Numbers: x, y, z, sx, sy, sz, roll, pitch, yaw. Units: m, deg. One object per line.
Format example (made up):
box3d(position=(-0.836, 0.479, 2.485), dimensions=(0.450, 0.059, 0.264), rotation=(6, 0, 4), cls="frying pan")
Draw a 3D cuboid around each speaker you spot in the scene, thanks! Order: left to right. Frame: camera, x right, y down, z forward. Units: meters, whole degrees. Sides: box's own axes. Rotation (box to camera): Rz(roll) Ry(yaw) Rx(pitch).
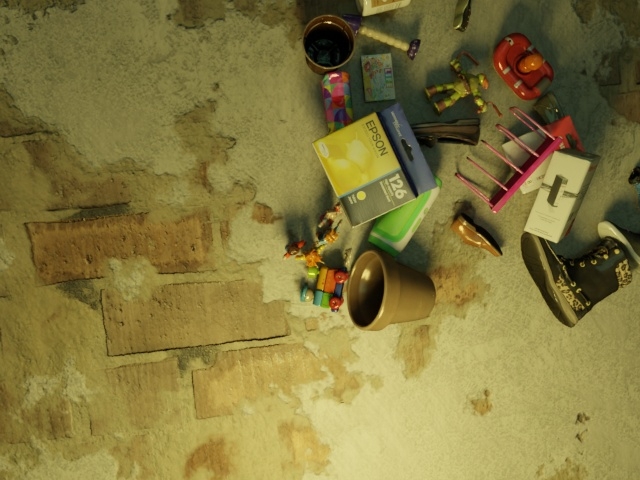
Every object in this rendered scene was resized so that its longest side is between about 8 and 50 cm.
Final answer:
box3d(position=(0.282, -0.094, 1.818), dimensions=(0.131, 0.131, 0.296), rotation=(33, 89, -6), cls="speaker")

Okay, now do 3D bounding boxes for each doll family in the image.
box3d(position=(0.000, 0.000, 1.777), dimensions=(0.263, 0.163, 0.118), rotation=(-44, 95, -2), cls="doll family")

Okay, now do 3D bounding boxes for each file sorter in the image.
box3d(position=(0.592, -0.265, 1.763), dimensions=(0.182, 0.202, 0.291), rotation=(40, 107, 4), cls="file sorter")

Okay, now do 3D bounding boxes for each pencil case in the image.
box3d(position=(0.058, -0.434, 1.800), dimensions=(0.104, 0.104, 0.236), rotation=(-4, 91, -5), cls="pencil case")

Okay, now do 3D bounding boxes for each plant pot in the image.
box3d(position=(0.017, -0.614, 1.754), dimensions=(0.167, 0.165, 0.167), rotation=(0, 92, -6), cls="plant pot")
box3d(position=(0.242, 0.173, 1.787), dimensions=(0.229, 0.263, 0.263), rotation=(9, 91, -24), cls="plant pot")

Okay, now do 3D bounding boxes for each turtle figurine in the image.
box3d(position=(0.476, -0.499, 1.821), dimensions=(0.217, 0.087, 0.269), rotation=(-26, 80, 1), cls="turtle figurine")

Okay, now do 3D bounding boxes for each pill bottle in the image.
box3d(position=(0.233, -0.825, 1.782), dimensions=(0.229, 0.131, 0.131), rotation=(-15, 94, -5), cls="pill bottle")

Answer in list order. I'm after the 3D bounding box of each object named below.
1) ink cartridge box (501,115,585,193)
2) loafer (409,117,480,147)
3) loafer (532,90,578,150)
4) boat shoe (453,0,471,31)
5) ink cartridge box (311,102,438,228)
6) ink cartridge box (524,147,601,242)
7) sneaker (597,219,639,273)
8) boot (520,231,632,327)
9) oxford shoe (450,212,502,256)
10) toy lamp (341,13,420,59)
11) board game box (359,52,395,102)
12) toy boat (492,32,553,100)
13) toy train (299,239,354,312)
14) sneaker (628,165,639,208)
box3d(position=(0.760, -0.289, 1.845), dimensions=(0.232, 0.066, 0.189), rotation=(-23, 94, 26), cls="ink cartridge box")
box3d(position=(0.396, -0.352, 1.832), dimensions=(0.302, 0.109, 0.095), rotation=(-8, 97, -8), cls="loafer")
box3d(position=(0.813, -0.387, 1.884), dimensions=(0.087, 0.094, 0.251), rotation=(-25, 94, 27), cls="loafer")
box3d(position=(0.487, -0.775, 1.853), dimensions=(0.042, 0.049, 0.133), rotation=(18, 83, -33), cls="boat shoe")
box3d(position=(0.174, -0.237, 1.723), dimensions=(0.307, 0.072, 0.304), rotation=(-26, 94, 7), cls="ink cartridge box")
box3d(position=(0.773, -0.151, 1.741), dimensions=(0.114, 0.197, 0.273), rotation=(26, 114, 28), cls="ink cartridge box")
box3d(position=(1.107, -0.009, 1.912), dimensions=(0.296, 0.104, 0.147), rotation=(39, 87, -11), cls="sneaker")
box3d(position=(0.879, 0.079, 1.873), dimensions=(0.284, 0.138, 0.377), rotation=(-30, 98, -2), cls="boot")
box3d(position=(0.539, -0.006, 1.884), dimensions=(0.212, 0.076, 0.076), rotation=(38, 119, -8), cls="oxford shoe")
box3d(position=(0.194, -0.682, 1.811), dimensions=(0.274, 0.080, 0.080), rotation=(17, 91, -5), cls="toy lamp")
box3d(position=(0.193, -0.548, 1.841), dimensions=(0.103, 0.026, 0.154), rotation=(-7, 93, -5), cls="board game box")
box3d(position=(0.689, -0.590, 1.822), dimensions=(0.151, 0.151, 0.231), rotation=(-44, 95, -3), cls="toy boat")
box3d(position=(0.022, 0.105, 1.823), dimensions=(0.143, 0.105, 0.248), rotation=(11, 91, 8), cls="toy train")
box3d(position=(1.124, -0.187, 1.923), dimensions=(0.084, 0.058, 0.152), rotation=(12, 87, -11), cls="sneaker")
